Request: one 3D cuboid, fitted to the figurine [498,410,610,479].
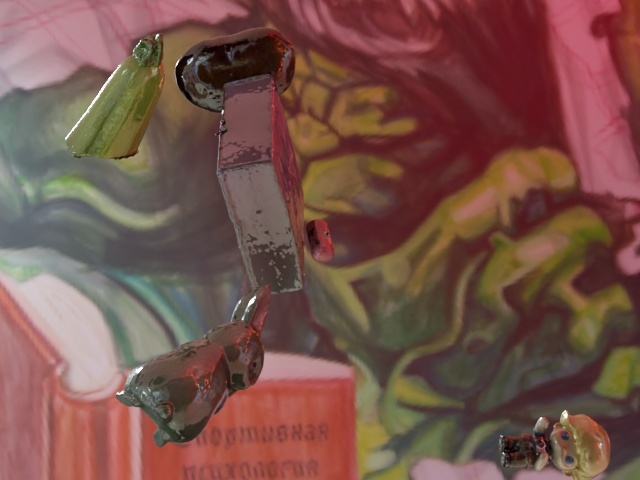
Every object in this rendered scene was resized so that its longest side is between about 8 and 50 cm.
[{"bbox_3d":[0.420,0.370,1.826,0.196,0.114,0.108,4,-42,-8],"label":"figurine"}]

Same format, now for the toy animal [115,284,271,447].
[{"bbox_3d":[-0.134,0.161,1.336,0.127,0.125,0.251,21,50,42],"label":"toy animal"}]

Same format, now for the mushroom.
[{"bbox_3d":[-0.154,-0.323,1.946,0.227,0.148,0.217,-6,9,2],"label":"mushroom"}]

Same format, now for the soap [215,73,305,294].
[{"bbox_3d":[-0.102,-0.098,1.799,0.107,0.296,0.285,-9,-51,6],"label":"soap"}]

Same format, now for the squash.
[{"bbox_3d":[-0.349,-0.265,1.919,0.287,0.137,0.137,-50,-26,19],"label":"squash"}]

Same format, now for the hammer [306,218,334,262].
[{"bbox_3d":[0.000,0.000,1.730,0.043,0.083,0.043,-7,-43,-7],"label":"hammer"}]
